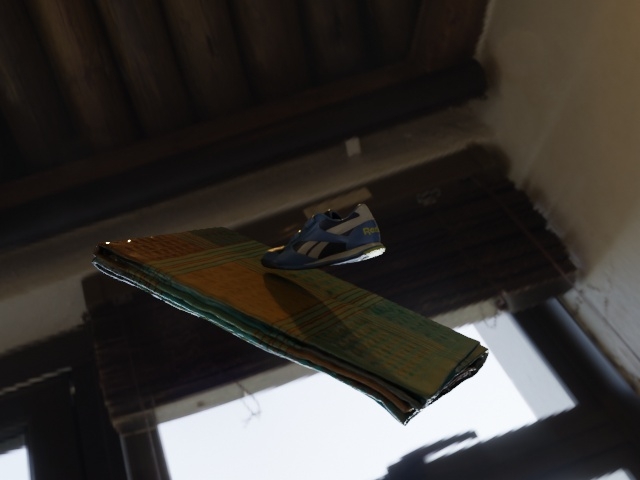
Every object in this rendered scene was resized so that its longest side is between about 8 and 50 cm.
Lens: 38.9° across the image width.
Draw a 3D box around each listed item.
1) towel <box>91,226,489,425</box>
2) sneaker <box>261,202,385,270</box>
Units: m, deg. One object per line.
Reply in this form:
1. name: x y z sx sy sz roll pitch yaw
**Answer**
1. towel: -0.020 0.074 0.959 0.271 0.370 0.040 -9 -60 -66
2. sneaker: 0.000 0.000 0.974 0.144 0.059 0.053 -13 -3 25
